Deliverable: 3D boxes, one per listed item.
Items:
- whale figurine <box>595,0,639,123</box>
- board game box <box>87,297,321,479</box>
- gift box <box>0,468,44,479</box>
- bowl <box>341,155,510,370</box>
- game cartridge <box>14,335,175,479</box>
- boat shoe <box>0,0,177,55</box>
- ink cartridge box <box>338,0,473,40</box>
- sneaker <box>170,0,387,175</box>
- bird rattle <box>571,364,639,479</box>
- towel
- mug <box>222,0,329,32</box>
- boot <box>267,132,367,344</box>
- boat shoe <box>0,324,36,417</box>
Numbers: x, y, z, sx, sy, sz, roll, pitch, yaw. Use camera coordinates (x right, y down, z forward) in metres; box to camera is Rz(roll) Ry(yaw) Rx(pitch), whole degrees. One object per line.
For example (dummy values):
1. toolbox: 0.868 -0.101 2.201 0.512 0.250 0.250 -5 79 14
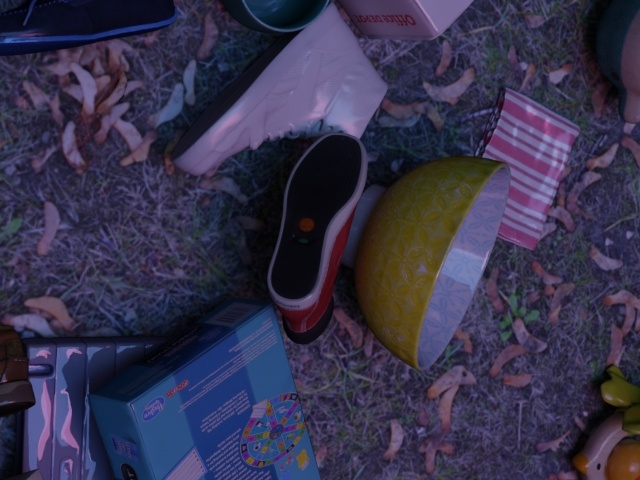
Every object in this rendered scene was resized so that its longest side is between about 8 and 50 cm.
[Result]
1. whale figurine: 0.483 -0.255 1.942 0.216 0.141 0.272 -50 138 -11
2. board game box: -0.124 0.277 1.667 0.253 0.079 0.336 -33 118 -41
3. gift box: -0.420 0.406 1.494 0.276 0.258 0.255 -12 100 18
4. bowl: 0.118 0.008 1.752 0.156 0.289 0.290 22 86 17
5. game cartridge: -0.264 0.295 1.680 0.230 0.068 0.355 1 96 -30
6. boat shoe: -0.295 -0.270 1.578 0.258 0.109 0.089 -17 97 -40
7. ink cartridge box: 0.055 -0.391 1.657 0.117 0.207 0.283 -44 113 -12
8. sneaker: -0.037 -0.145 1.701 0.292 0.108 0.169 -45 110 -15
9. bird rattle: 0.480 0.313 2.030 0.207 0.143 0.253 -43 126 -2
10. towel: 0.281 -0.099 1.903 0.144 0.029 0.197 23 87 -27
11. mug: -0.056 -0.333 1.672 0.129 0.097 0.158 25 85 -26
12. boot: 0.000 0.000 1.693 0.088 0.176 0.244 15 68 12
13. boat shoe: -0.485 0.172 1.542 0.307 0.111 0.104 -11 76 -20
